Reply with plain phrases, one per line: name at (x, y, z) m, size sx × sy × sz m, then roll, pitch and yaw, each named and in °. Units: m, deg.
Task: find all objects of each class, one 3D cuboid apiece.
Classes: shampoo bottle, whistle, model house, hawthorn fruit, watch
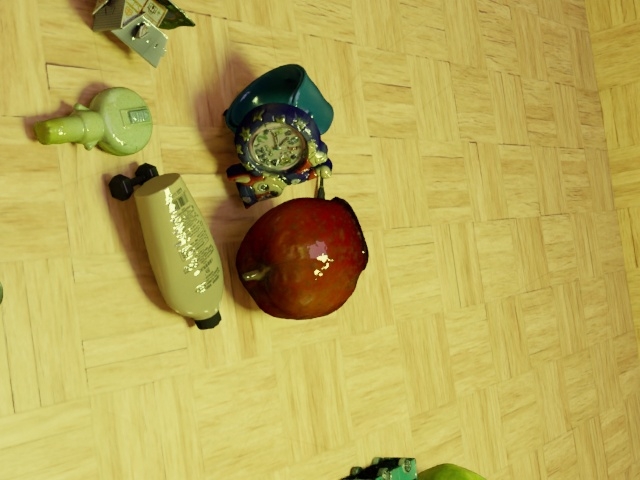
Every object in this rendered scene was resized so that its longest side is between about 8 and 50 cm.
shampoo bottle at (-0.208, 0.026, 1.410) m, size 0.127 × 0.078 × 0.256 m, roll -48°, pitch 128°, yaw -48°
whistle at (-0.324, -0.170, 1.335) m, size 0.198 × 0.057 × 0.104 m, roll -19°, pitch 97°, yaw -53°
model house at (-0.290, -0.340, 1.390) m, size 0.167 × 0.117 × 0.088 m, roll 39°, pitch 69°, yaw -42°
hawthorn fruit at (-0.039, 0.038, 1.540) m, size 0.250 × 0.215 × 0.215 m, roll -22°, pitch 100°, yaw -53°
watch at (-0.076, -0.195, 1.575) m, size 0.200 × 0.196 × 0.171 m, roll -90°, pitch 157°, yaw -47°

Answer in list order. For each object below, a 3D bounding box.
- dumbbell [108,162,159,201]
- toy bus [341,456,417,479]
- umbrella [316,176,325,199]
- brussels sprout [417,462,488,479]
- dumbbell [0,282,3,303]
dumbbell at (-0.282, -0.089, 1.389) m, size 0.083 × 0.036 × 0.040 m, roll -34°, pitch 109°, yaw -50°
toy bus at (0.116, 0.469, 1.744) m, size 0.160 × 0.079 × 0.091 m, roll -5°, pitch 87°, yaw -54°
umbrella at (0.005, 0.001, 1.736) m, size 0.044 × 0.044 × 0.268 m, roll 66°, pitch 28°, yaw -70°
brussels sprout at (0.272, 0.547, 1.828) m, size 0.223 × 0.223 × 0.161 m, roll 71°, pitch 23°, yaw -13°
dumbbell at (-0.497, -0.025, 0.985) m, size 0.179 × 0.179 × 0.406 m, roll -49°, pitch 121°, yaw -45°
